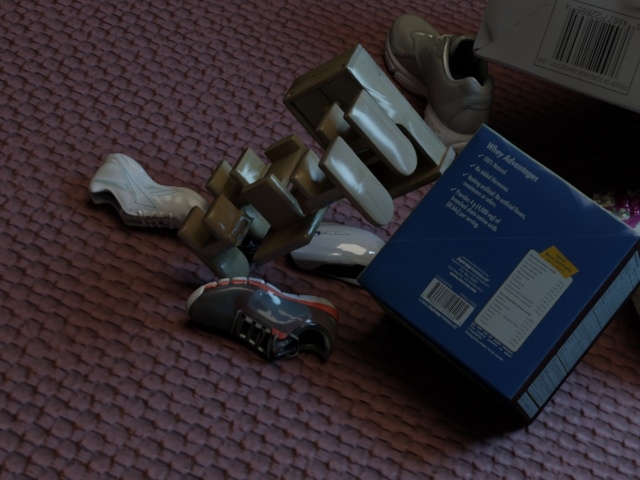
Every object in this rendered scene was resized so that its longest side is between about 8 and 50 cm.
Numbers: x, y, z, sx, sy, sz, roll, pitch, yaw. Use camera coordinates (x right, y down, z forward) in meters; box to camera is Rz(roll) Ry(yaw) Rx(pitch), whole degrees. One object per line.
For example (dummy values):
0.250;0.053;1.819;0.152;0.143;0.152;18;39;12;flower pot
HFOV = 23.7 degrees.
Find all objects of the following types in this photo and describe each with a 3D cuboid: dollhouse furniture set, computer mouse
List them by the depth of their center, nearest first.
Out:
0.017;-0.053;1.537;0.161;0.212;0.242;48;44;-21;dollhouse furniture set
0.000;0.000;1.638;0.193;0.042;0.106;14;37;-6;computer mouse

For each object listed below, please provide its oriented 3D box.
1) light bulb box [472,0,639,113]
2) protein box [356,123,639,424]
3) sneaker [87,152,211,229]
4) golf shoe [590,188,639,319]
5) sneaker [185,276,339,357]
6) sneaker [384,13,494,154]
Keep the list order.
0.446;-0.251;1.835;0.358;0.225;0.361;26;12;41;light bulb box
0.185;0.035;1.515;0.200;0.201;0.136;38;-4;23;protein box
-0.176;-0.034;1.606;0.152;0.054;0.061;26;53;13;sneaker
0.372;0.035;1.711;0.115;0.140;0.306;-4;21;-8;golf shoe
-0.055;0.082;1.502;0.157;0.061;0.065;8;46;-13;sneaker
0.162;-0.227;1.927;0.099;0.121;0.262;-1;40;-23;sneaker
